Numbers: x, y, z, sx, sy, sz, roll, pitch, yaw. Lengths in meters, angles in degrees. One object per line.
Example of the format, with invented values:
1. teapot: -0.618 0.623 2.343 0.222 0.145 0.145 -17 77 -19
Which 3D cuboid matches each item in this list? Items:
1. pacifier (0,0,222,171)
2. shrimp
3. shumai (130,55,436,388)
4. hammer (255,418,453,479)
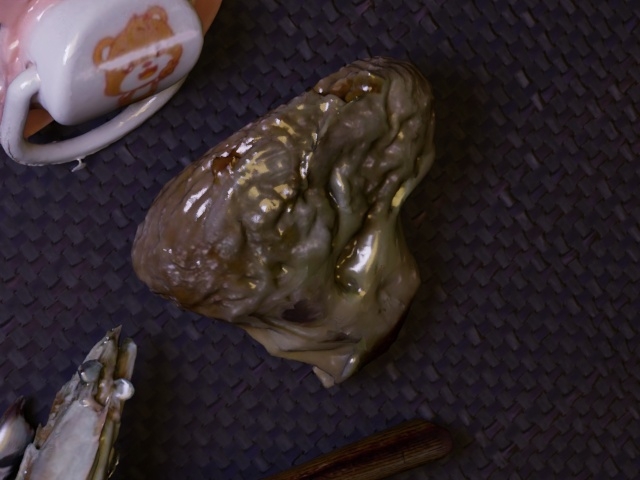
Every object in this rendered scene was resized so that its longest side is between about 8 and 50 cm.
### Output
1. pacifier: -0.234 -0.218 1.297 0.332 0.220 0.273 -27 96 -33
2. shrimp: -0.284 0.236 1.306 0.085 0.247 0.360 37 73 -33
3. shumai: 0.002 0.003 1.352 0.346 0.217 0.283 -32 97 -11
4. hammer: -0.052 0.254 1.377 0.409 0.242 0.095 -18 93 -27
